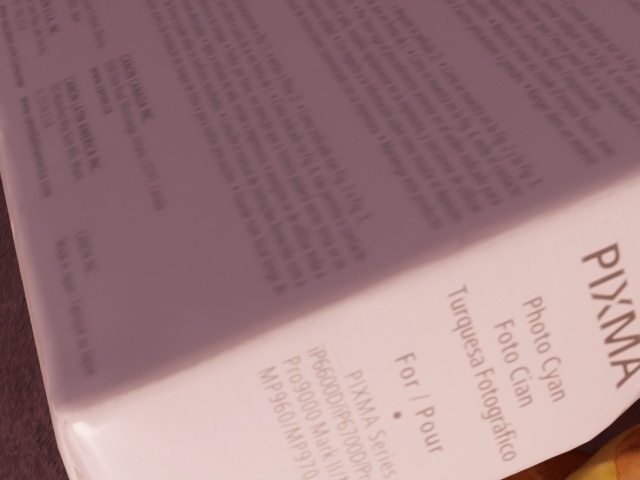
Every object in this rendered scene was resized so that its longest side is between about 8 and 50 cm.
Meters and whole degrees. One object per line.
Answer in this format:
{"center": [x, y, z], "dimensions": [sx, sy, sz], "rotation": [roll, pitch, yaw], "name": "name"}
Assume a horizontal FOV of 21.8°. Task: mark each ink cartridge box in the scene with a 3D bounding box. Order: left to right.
{"center": [0.076, -0.062, 0.598], "dimensions": [0.308, 0.385, 0.091], "rotation": [-117, 7, -58], "name": "ink cartridge box"}

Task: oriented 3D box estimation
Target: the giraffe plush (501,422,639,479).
{"center": [0.035, 0.150, 0.629], "dimensions": [0.210, 0.171, 0.181], "rotation": [-45, 36, 46], "name": "giraffe plush"}
